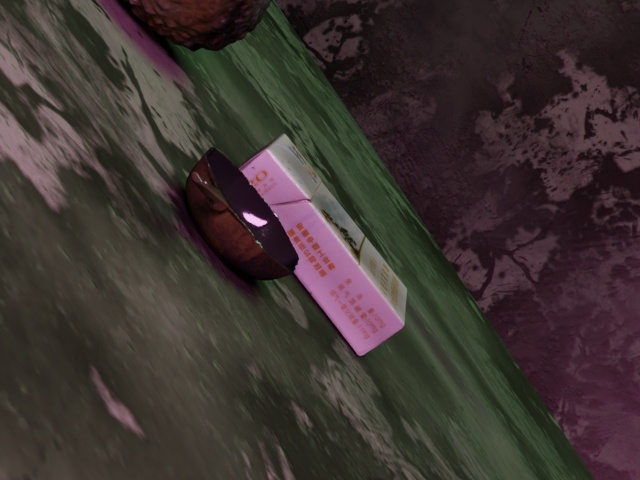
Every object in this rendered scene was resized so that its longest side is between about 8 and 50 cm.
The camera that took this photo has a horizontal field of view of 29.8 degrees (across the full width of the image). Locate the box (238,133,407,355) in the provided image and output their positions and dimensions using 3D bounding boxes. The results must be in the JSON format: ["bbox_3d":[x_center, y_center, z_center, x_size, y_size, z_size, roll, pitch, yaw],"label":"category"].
[{"bbox_3d":[-0.001,-0.001,1.297,0.233,0.067,0.149,52,9,-7],"label":"box"}]

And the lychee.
[{"bbox_3d":[-0.150,-0.346,1.365,0.274,0.255,0.255,20,15,-7],"label":"lychee"}]

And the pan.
[{"bbox_3d":[-0.091,-0.032,1.020,0.202,0.048,0.128,44,12,-52],"label":"pan"}]
